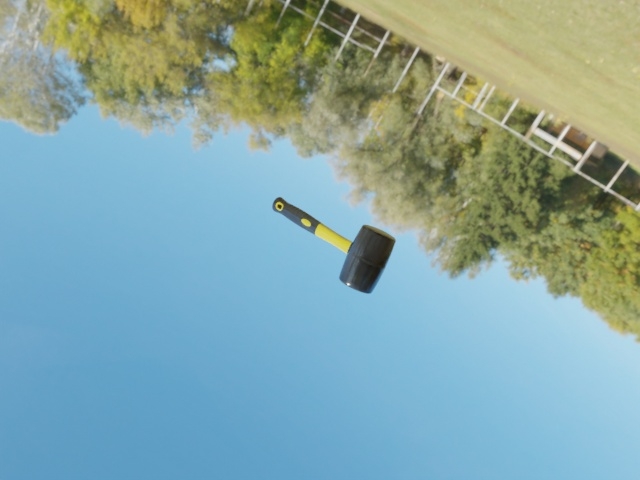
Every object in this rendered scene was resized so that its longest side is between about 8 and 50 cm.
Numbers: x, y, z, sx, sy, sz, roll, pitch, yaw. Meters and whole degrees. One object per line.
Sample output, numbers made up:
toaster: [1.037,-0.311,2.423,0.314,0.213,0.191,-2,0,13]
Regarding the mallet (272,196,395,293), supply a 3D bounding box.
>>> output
mallet: [0.000,0.000,0.606,0.039,0.063,0.189,17,-177,-41]
